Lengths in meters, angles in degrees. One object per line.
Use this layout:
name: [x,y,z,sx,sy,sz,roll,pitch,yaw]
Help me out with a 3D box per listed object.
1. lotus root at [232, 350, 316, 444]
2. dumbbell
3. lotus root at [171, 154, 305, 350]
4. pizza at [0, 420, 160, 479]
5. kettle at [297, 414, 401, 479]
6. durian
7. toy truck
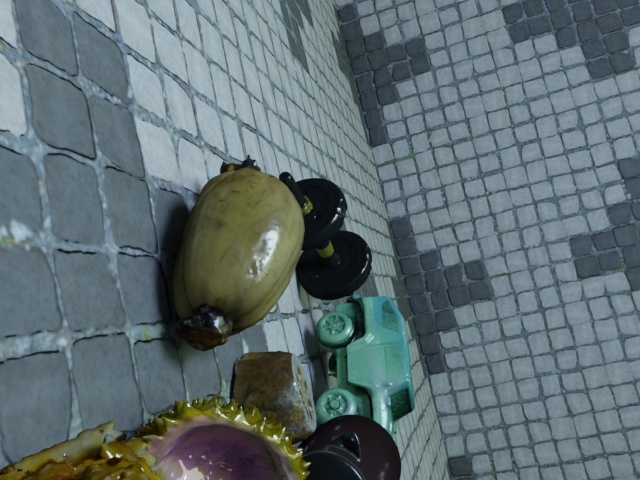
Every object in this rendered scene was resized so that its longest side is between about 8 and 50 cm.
lotus root: [-0.057,0.199,0.752,0.112,0.081,0.122,-82,154,-74]
dumbbell: [0.000,0.000,1.019,0.325,0.143,0.143,60,21,-45]
lotus root: [-0.093,0.012,0.680,0.154,0.140,0.256,120,-14,-48]
pizza: [-0.149,0.162,0.254,0.305,0.162,0.085,-28,115,-78]
kettle: [0.010,0.327,0.753,0.202,0.144,0.232,-60,163,-4]
durian: [-0.088,0.222,0.548,0.182,0.165,0.132,52,49,-1]
toy truck: [0.077,0.235,1.004,0.154,0.156,0.278,74,12,-47]
